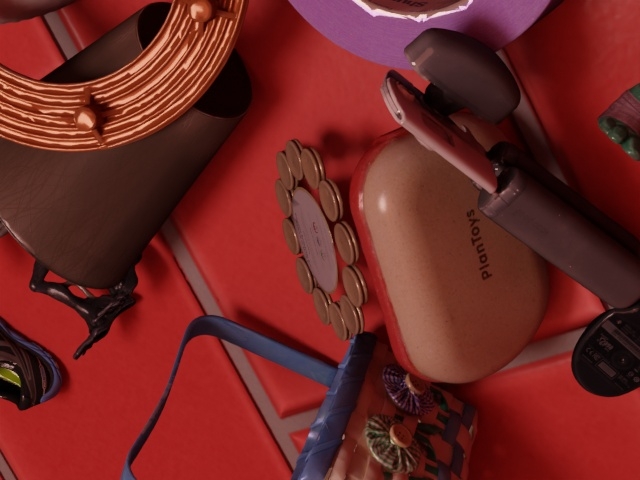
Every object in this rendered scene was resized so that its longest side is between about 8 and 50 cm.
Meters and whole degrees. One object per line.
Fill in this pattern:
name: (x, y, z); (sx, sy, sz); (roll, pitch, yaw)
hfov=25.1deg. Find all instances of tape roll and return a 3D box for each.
tape roll: (0.081, -0.274, 1.102); (0.275, 0.090, 0.274); (12, 118, 24)

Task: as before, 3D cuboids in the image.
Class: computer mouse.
computer mouse: (0.297, 0.047, 1.171); (0.071, 0.041, 0.242); (44, 120, -6)

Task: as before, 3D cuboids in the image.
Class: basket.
basket: (-0.180, -0.096, 1.303); (0.227, 0.154, 0.204); (-38, 85, 33)
basket: (-0.013, 0.188, 1.286); (0.289, 0.254, 0.201); (18, 125, 0)

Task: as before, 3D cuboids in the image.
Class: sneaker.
sneaker: (-0.370, 0.124, 1.559); (0.188, 0.078, 0.067); (28, 124, 16)

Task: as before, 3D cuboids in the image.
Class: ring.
ring: (-0.220, -0.234, 1.166); (0.337, 0.032, 0.336); (4, 107, 14)

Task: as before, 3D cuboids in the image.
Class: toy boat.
toy boat: (0.091, 0.006, 1.221); (0.151, 0.151, 0.231); (12, 123, 60)

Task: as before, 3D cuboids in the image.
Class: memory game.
memory game: (0.000, 0.000, 1.261); (0.186, 0.012, 0.186); (162, 90, -73)

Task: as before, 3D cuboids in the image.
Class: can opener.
can opener: (0.164, -0.056, 1.105); (0.283, 0.076, 0.095); (34, 116, -24)

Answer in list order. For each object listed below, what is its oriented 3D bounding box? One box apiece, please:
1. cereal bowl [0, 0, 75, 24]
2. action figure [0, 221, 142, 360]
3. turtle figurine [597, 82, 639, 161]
cereal bowl: (-0.337, -0.347, 1.274); (0.339, 0.141, 0.338); (12, 118, 23)
action figure: (-0.306, -0.015, 1.418); (0.276, 0.141, 0.164); (43, 140, 3)
turtle figurine: (0.312, -0.142, 1.015); (0.175, 0.118, 0.234); (38, 112, 4)
